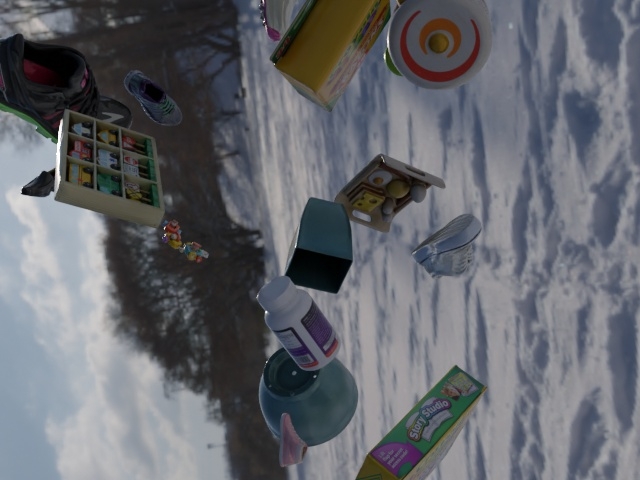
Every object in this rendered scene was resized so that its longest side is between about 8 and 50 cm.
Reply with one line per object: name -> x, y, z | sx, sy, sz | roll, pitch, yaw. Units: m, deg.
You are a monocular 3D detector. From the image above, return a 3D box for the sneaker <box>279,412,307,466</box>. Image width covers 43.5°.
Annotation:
sneaker -> -0.064, 0.490, 1.977 | 0.051, 0.070, 0.134 | 67, -161, -54

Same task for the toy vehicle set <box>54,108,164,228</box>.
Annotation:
toy vehicle set -> -0.354, -0.125, 1.343 | 0.035, 0.166, 0.267 | -61, 28, 25

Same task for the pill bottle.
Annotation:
pill bottle -> -0.048, 0.169, 1.657 | 0.193, 0.108, 0.108 | 57, -172, -28

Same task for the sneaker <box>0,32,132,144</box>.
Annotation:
sneaker -> -0.625, -0.357, 1.976 | 0.483, 0.202, 0.185 | 22, -126, -59

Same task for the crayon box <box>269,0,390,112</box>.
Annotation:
crayon box -> 0.024, -0.319, 1.255 | 0.202, 0.081, 0.318 | -57, -4, 6

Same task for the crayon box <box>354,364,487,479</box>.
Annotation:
crayon box -> 0.217, 0.508, 1.904 | 0.106, 0.363, 0.313 | 38, 137, 20

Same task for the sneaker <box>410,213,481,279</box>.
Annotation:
sneaker -> 0.265, 0.018, 1.573 | 0.091, 0.094, 0.258 | 46, 164, 0

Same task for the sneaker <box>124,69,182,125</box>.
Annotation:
sneaker -> -0.450, -0.380, 2.235 | 0.098, 0.083, 0.223 | 29, 172, 39

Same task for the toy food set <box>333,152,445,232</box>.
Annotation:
toy food set -> 0.202, -0.131, 2.431 | 0.306, 0.219, 0.092 | -42, 37, 47

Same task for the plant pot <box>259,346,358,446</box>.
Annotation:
plant pot -> -0.056, 0.421, 2.324 | 0.196, 0.293, 0.293 | 65, -171, -47

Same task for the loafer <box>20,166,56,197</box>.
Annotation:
loafer -> -0.708, -0.149, 2.040 | 0.170, 0.062, 0.061 | -62, -18, -74

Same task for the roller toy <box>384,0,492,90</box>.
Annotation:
roller toy -> 0.221, -0.385, 1.484 | 0.146, 0.191, 0.209 | -74, -6, -59

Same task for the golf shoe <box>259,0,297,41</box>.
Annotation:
golf shoe -> -0.041, -0.515, 1.455 | 0.115, 0.140, 0.306 | -92, 7, -84

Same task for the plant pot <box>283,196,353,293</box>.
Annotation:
plant pot -> 0.000, 0.000, 2.319 | 0.165, 0.165, 0.234 | 113, 167, -48

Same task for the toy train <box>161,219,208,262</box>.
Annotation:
toy train -> -0.397, -0.006, 2.346 | 0.046, 0.166, 0.125 | -54, -1, 20
